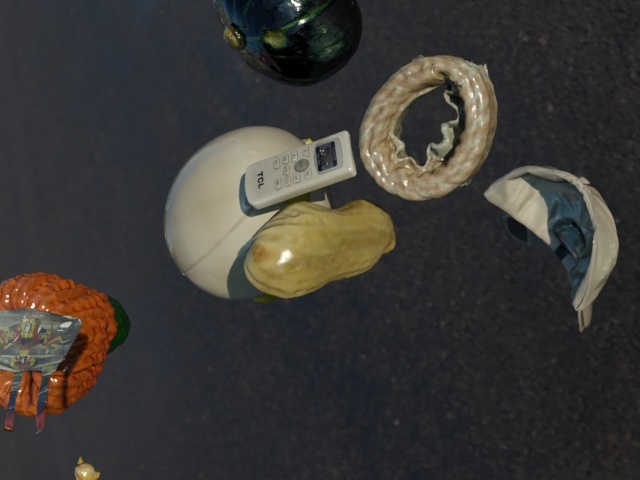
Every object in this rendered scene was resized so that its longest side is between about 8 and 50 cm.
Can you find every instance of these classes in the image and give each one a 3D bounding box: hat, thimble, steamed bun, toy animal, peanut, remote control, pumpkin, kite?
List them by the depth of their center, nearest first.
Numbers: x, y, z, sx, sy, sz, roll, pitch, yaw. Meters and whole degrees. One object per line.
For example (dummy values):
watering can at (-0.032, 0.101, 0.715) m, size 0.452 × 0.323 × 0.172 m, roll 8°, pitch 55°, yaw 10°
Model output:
kite at (-0.378, 0.159, 1.414) m, size 0.245 × 0.141 × 0.015 m, roll -102°, pitch 16°, yaw -57°
hat at (0.337, 0.002, 1.473) m, size 0.164 × 0.226 × 0.219 m, roll -45°, pitch 57°, yaw 21°
thimble at (0.172, -0.178, 1.760) m, size 0.148 × 0.196 × 0.229 m, roll -32°, pitch -43°, yaw -72°
peanut at (0.000, 0.000, 1.804) m, size 0.147 × 0.319 × 0.147 m, roll 16°, pitch 114°, yaw 39°
remote control at (-0.035, -0.112, 1.812) m, size 0.190 × 0.029 × 0.087 m, roll -18°, pitch 53°, yaw 17°
toy animal at (-0.403, 0.397, 1.830) m, size 0.060 × 0.081 × 0.083 m, roll 147°, pitch 128°, yaw -82°
steamed bun at (-0.132, -0.052, 2.095) m, size 0.334 × 0.334 × 0.374 m, roll -59°, pitch 6°, yaw 21°
pumpkin at (-0.079, -0.435, 2.156) m, size 0.238 × 0.315 × 0.315 m, roll -40°, pitch 24°, yaw -15°
hat at (-0.492, 0.191, 2.271) m, size 0.285 × 0.400 × 0.285 m, roll 5°, pitch 100°, yaw 30°
